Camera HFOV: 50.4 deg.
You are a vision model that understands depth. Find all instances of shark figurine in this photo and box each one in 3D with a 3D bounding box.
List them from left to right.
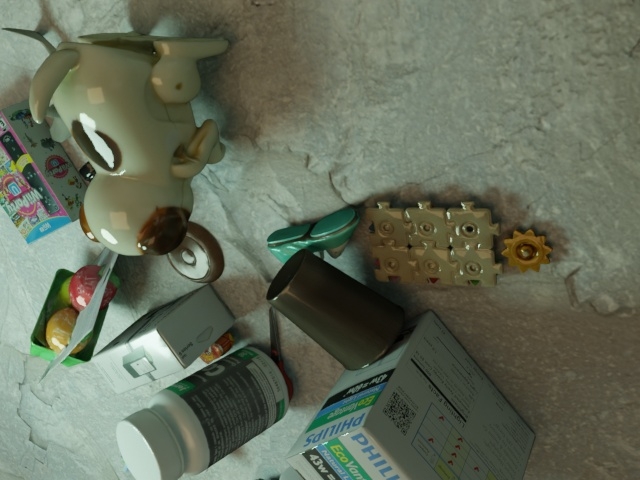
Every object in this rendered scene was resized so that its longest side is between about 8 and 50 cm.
[{"bbox_3d":[-0.588,-0.333,1.499,0.166,0.116,0.278,9,124,24],"label":"shark figurine"}]

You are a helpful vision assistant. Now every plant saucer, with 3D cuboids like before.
[{"bbox_3d":[-0.305,0.034,1.604,0.169,0.029,0.168,14,123,22],"label":"plant saucer"}]

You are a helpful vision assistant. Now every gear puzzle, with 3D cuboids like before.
[{"bbox_3d":[0.252,0.001,1.253,0.339,0.044,0.175,2,117,27],"label":"gear puzzle"}]

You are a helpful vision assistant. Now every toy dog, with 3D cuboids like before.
[{"bbox_3d":[-0.339,-0.169,1.280,0.285,0.395,0.407,7,112,17],"label":"toy dog"}]

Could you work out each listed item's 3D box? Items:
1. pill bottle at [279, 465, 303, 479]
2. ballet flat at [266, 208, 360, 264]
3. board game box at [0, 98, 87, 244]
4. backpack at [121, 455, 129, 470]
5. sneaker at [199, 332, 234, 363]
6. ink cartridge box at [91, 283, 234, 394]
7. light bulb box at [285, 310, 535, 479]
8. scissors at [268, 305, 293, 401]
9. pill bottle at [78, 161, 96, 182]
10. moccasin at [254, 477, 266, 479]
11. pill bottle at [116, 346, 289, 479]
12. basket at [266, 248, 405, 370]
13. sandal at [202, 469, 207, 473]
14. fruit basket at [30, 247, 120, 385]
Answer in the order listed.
[{"bbox_3d":[-0.025,0.728,1.763,0.169,0.169,0.301,7,121,27],"label":"pill bottle"},{"bbox_3d":[0.000,0.000,1.377,0.247,0.083,0.087,-15,122,40],"label":"ballet flat"},{"bbox_3d":[-0.724,-0.164,1.690,0.224,0.097,0.303,-19,107,37],"label":"board game box"},{"bbox_3d":[-0.539,0.645,2.052,0.105,0.114,0.084,-10,92,36],"label":"backpack"},{"bbox_3d":[-0.265,0.268,1.704,0.175,0.067,0.064,-17,106,54],"label":"sneaker"},{"bbox_3d":[-0.381,0.240,1.655,0.289,0.211,0.121,-26,102,37],"label":"ink cartridge box"},{"bbox_3d":[0.188,0.398,1.314,0.358,0.361,0.225,50,130,-4],"label":"light bulb box"},{"bbox_3d":[-0.099,0.286,1.643,0.109,0.021,0.297,27,127,18],"label":"scissors"},{"bbox_3d":[-0.441,-0.096,1.545,0.123,0.123,0.219,-32,98,39],"label":"pill bottle"},{"bbox_3d":[-0.173,0.819,1.918,0.139,0.147,0.380,25,127,16],"label":"moccasin"},{"bbox_3d":[-0.264,0.405,1.562,0.204,0.361,0.204,21,122,38],"label":"pill bottle"},{"bbox_3d":[0.018,0.132,1.351,0.227,0.154,0.204,37,148,-14],"label":"basket"},{"bbox_3d":[-0.380,0.548,1.936,0.265,0.076,0.101,33,117,36],"label":"sandal"},{"bbox_3d":[-0.574,0.160,1.679,0.165,0.327,0.353,32,132,-28],"label":"fruit basket"}]
